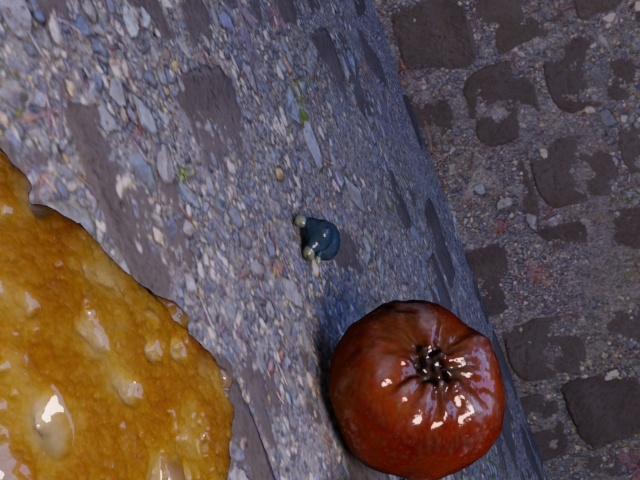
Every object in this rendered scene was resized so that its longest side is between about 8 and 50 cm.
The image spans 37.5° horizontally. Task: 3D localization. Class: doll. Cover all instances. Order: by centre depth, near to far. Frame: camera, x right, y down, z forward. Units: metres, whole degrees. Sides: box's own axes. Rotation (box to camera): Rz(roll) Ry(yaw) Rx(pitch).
[{"bbox_3d":[0.000,0.000,1.366,0.083,0.050,0.076,28,50,-70],"label":"doll"}]

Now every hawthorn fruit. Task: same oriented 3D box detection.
[{"bbox_3d":[0.119,0.214,1.278,0.272,0.241,0.242,107,-24,-61],"label":"hawthorn fruit"}]

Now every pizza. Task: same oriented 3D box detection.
[{"bbox_3d":[-0.155,0.124,0.601,0.278,0.114,0.409,-48,119,-70],"label":"pizza"}]

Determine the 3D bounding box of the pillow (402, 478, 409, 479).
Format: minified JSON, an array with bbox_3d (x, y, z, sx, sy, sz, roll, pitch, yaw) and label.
[{"bbox_3d":[0.184,0.458,1.327,0.185,0.075,0.302,33,23,-5],"label":"pillow"}]
